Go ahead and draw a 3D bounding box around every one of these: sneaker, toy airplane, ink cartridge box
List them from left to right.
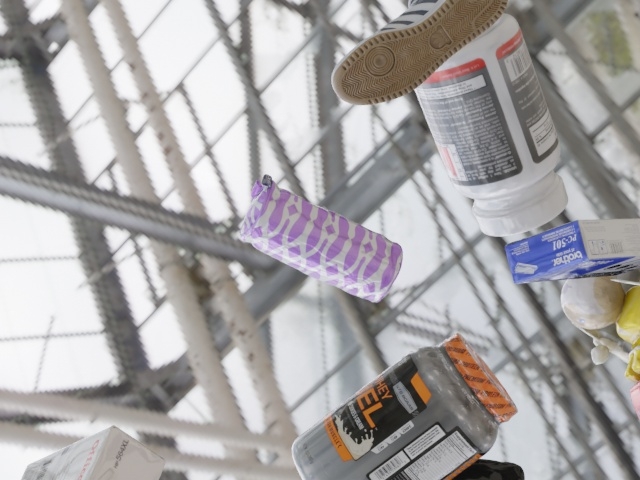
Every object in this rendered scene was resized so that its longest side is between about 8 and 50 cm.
[{"bbox_3d":[-0.287,0.317,1.518,0.086,0.203,0.148,39,-131,-23],"label":"ink cartridge box"},{"bbox_3d":[0.128,-0.303,1.915,0.099,0.282,0.153,57,179,-26],"label":"sneaker"},{"bbox_3d":[0.300,0.010,1.415,0.207,0.097,0.046,-2,-105,-46],"label":"ink cartridge box"},{"bbox_3d":[0.465,0.054,1.792,0.273,0.386,0.384,0,-151,0],"label":"toy airplane"}]

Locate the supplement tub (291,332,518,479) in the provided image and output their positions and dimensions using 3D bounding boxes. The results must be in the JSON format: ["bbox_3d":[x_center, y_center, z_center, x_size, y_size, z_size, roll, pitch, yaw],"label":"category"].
[{"bbox_3d":[0.130,0.293,1.990,0.193,0.316,0.193,51,-174,-7],"label":"supplement tub"}]

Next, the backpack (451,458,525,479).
[{"bbox_3d":[0.210,0.513,2.223,0.274,0.290,0.355,10,169,9],"label":"backpack"}]

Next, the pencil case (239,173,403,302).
[{"bbox_3d":[0.000,0.000,1.582,0.206,0.086,0.088,28,-156,-14],"label":"pencil case"}]

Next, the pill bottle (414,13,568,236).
[{"bbox_3d":[0.305,-0.203,2.339,0.210,0.210,0.362,-69,-41,-62],"label":"pill bottle"}]
